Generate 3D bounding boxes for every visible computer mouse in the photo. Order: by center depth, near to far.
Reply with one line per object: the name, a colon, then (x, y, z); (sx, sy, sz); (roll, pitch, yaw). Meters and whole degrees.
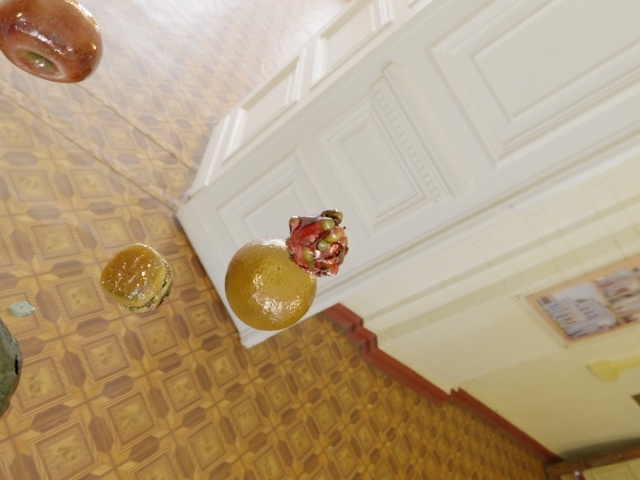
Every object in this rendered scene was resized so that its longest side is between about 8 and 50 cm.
computer mouse: (-0.906, 0.218, 1.383); (0.056, 0.110, 0.032); (-25, 120, -48)

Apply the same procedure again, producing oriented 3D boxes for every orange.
orange: (-0.142, 0.123, 1.288); (0.274, 0.274, 0.274); (36, 38, -34)

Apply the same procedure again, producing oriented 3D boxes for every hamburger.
hamburger: (-0.663, 0.136, 1.645); (0.163, 0.245, 0.244); (88, -19, -75)

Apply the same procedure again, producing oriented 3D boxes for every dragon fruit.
dragon fruit: (0.000, 0.000, 0.924); (0.133, 0.207, 0.150); (-31, 81, -20)

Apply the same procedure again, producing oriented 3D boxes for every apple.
apple: (-0.554, -0.426, 0.940); (0.201, 0.201, 0.162); (25, 64, -44)

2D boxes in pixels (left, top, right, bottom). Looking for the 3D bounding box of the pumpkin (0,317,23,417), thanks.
pumpkin: (-0.633, 0.194, 0.681); (0.291, 0.258, 0.327); (-63, 140, -37)
